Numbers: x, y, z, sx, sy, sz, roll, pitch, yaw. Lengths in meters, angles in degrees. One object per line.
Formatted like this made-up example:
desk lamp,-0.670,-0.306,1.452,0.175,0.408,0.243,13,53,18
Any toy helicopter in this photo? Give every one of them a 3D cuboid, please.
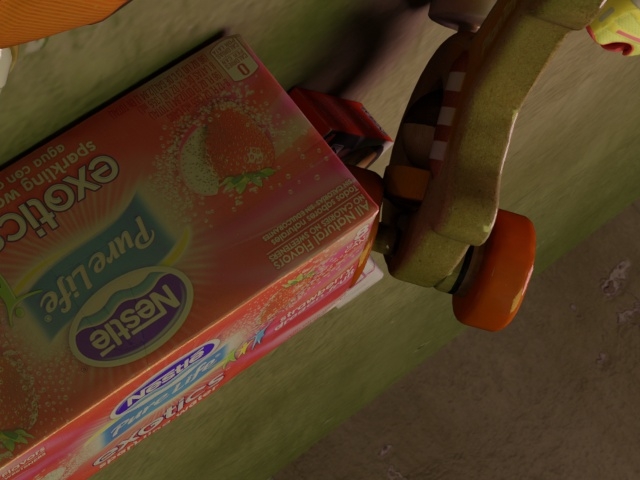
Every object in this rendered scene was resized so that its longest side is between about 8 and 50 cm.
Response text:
toy helicopter,0.111,-0.113,0.981,0.355,0.140,0.235,120,-16,-58

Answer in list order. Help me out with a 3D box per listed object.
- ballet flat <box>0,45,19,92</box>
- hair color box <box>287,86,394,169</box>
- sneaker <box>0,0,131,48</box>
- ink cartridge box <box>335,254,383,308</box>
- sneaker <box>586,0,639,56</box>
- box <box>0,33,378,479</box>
ballet flat,-0.182,-0.037,0.643,0.232,0.073,0.080,-43,167,18
hair color box,-0.004,-0.066,1.100,0.072,0.043,0.141,-44,167,16
sneaker,-0.060,-0.168,0.472,0.321,0.124,0.180,-30,174,15
ink cartridge box,0.000,0.000,1.238,0.052,0.088,0.122,-36,167,1
sneaker,0.293,-0.206,1.381,0.094,0.081,0.208,-37,163,26
box,-0.131,0.035,0.879,0.300,0.142,0.154,-34,166,-19
